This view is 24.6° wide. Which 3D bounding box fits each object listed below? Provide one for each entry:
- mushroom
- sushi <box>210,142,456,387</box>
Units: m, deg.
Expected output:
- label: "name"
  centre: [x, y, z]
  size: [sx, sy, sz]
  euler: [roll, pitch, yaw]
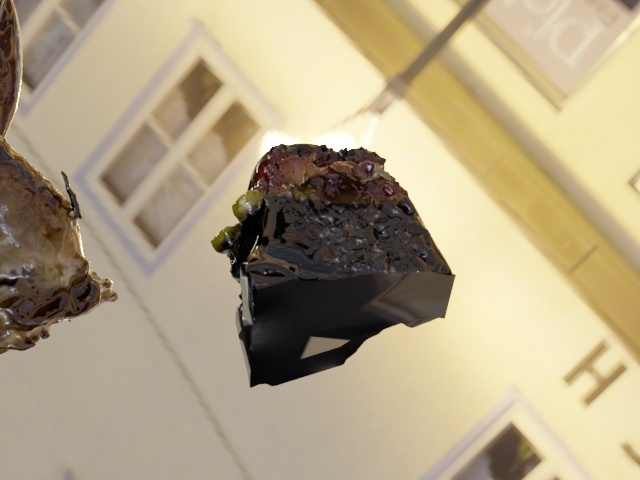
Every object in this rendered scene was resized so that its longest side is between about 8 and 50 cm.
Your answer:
- label: "mushroom"
  centre: [-0.359, -0.098, 1.258]
  size: [0.356, 0.334, 0.331]
  euler: [33, -149, 34]
- label: "sushi"
  centre: [0.000, 0.000, 1.187]
  size: [0.172, 0.153, 0.150]
  euler: [-16, -123, -16]
